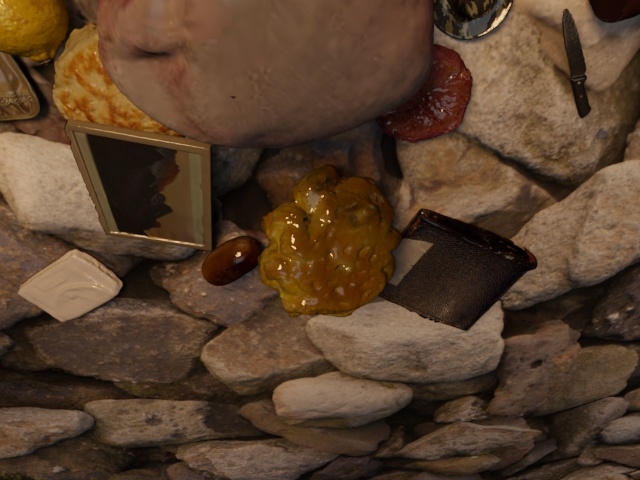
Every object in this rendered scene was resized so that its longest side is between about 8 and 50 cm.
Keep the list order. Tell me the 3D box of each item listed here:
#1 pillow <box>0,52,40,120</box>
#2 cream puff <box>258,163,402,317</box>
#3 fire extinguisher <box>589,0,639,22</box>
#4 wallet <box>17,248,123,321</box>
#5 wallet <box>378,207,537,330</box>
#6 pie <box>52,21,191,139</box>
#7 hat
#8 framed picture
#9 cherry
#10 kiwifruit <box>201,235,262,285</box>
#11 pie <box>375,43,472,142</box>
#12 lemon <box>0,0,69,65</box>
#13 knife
[{"bbox_3d":[-0.463,-0.258,0.540,0.129,0.033,0.218,-3,129,0],"label":"pillow"},{"bbox_3d":[0.008,0.008,0.673,0.243,0.245,0.196,21,160,-19],"label":"cream puff"},{"bbox_3d":[0.494,-0.361,0.463,0.336,0.114,0.136,-13,101,8],"label":"fire extinguisher"},{"bbox_3d":[-0.489,0.095,0.823,0.182,0.032,0.124,-27,123,19],"label":"wallet"},{"bbox_3d":[0.247,0.064,0.823,0.262,0.072,0.221,20,130,-14],"label":"wallet"},{"bbox_3d":[-0.242,-0.194,0.570,0.205,0.084,0.178,30,131,-29],"label":"pie"},{"bbox_3d":[0.193,-0.312,0.522,0.121,0.050,0.121,0,126,-1],"label":"hat"},{"bbox_3d":[-0.266,-0.071,0.661,0.192,0.018,0.266,8,146,-8],"label":"framed picture"},{"bbox_3d":[-0.053,-0.234,0.420,0.326,0.291,0.335,-43,136,1],"label":"cherry"},{"bbox_3d":[-0.163,0.038,0.768,0.124,0.075,0.075,-34,123,18],"label":"kiwifruit"},{"bbox_3d":[0.148,-0.209,0.609,0.153,0.038,0.154,-3,129,-4],"label":"pie"},{"bbox_3d":[-0.357,-0.272,0.487,0.108,0.109,0.133,-15,116,9],"label":"lemon"},{"bbox_3d":[0.370,-0.251,0.606,0.023,0.010,0.170,-25,124,17],"label":"knife"}]
